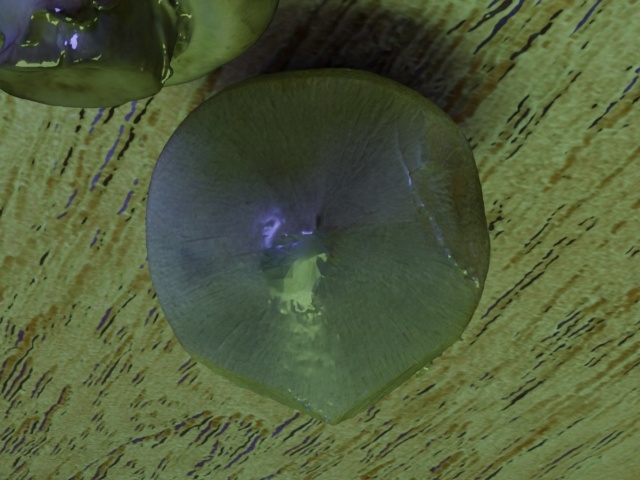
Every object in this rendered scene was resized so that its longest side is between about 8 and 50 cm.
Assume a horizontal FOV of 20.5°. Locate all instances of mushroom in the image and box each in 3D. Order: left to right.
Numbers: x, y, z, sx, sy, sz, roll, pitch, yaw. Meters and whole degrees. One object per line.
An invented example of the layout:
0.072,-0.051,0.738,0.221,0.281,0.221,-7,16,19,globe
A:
-0.148,-0.172,1.025,0.255,0.184,0.255,2,167,1,mushroom

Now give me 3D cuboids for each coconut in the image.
0.000,0.000,1.220,0.245,0.245,0.247,8,-168,1,coconut
